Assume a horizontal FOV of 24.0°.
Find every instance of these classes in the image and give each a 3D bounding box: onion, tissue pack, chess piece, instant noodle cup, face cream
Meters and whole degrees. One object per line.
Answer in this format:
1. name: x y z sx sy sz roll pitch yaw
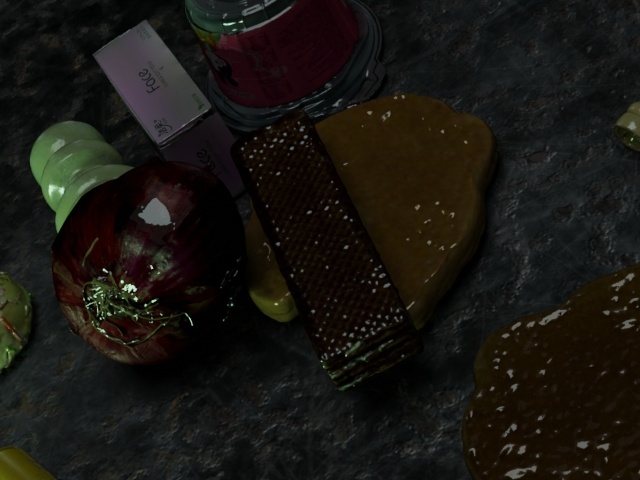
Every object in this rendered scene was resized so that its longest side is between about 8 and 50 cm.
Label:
1. onion: -0.191 0.014 1.735 0.221 0.281 0.281 36 69 1
2. tissue pack: -0.188 -0.160 1.964 0.092 0.148 0.246 -35 44 -3
3. chess piece: -0.299 -0.071 1.964 0.144 0.144 0.251 -36 39 -5
4. instant noodle cup: -0.065 -0.291 1.984 0.302 0.181 0.258 12 58 34
5. chess piece: 0.391 -0.160 1.728 0.066 0.066 0.122 27 73 40
6. face cream: -0.334 0.290 1.702 0.078 0.078 0.273 -47 47 -15

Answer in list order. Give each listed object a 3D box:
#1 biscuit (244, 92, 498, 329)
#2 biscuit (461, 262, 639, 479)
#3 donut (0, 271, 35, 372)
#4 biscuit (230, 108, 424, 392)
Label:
1. biscuit: 0.052 -0.027 1.788 0.312 0.057 0.351 -6 51 24
2. biscuit: 0.329 0.157 1.483 0.381 0.074 0.359 -37 47 -10
3. donut: -0.449 0.109 1.921 0.175 0.068 0.174 -14 47 16
4. biscuit: 0.000 0.000 1.705 0.107 0.073 0.388 -27 46 2
